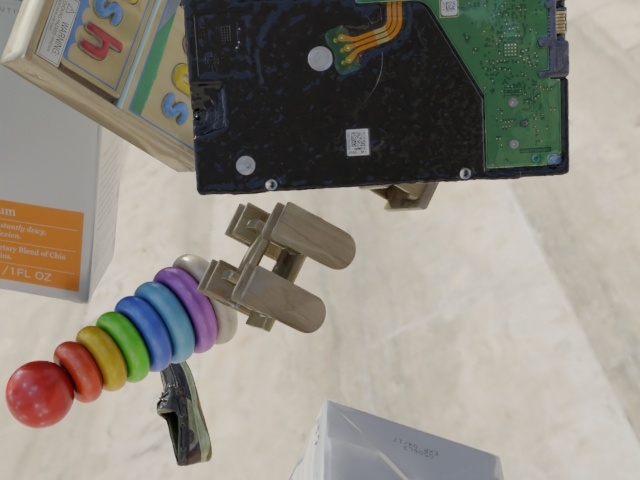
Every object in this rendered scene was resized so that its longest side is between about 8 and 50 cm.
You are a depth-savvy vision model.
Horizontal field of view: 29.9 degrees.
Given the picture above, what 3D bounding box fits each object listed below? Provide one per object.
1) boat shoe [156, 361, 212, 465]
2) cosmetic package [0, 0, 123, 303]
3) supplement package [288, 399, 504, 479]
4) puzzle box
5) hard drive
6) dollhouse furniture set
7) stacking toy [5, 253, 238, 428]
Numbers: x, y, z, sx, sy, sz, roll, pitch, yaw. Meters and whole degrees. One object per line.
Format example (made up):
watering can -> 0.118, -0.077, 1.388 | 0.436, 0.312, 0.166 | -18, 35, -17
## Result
boat shoe -> -0.262, 0.303, 2.186 | 0.073, 0.224, 0.080 | -12, -17, -29
cosmetic package -> -0.393, -0.159, 1.643 | 0.230, 0.453, 0.161 | 9, 24, 1
supplement package -> 0.031, 0.325, 1.054 | 0.175, 0.177, 0.293 | -88, 18, -64
puzzle box -> -0.184, -0.317, 1.397 | 0.052, 0.272, 0.409 | -1, 66, 44
hard drive -> 0.050, -0.167, 1.078 | 0.338, 0.237, 0.064 | -4, 11, 0
dollhouse furniture set -> 0.000, 0.000, 1.360 | 0.242, 0.161, 0.212 | -64, 17, -8
stacking toy -> -0.279, 0.145, 1.635 | 0.330, 0.141, 0.141 | -28, 21, -30
